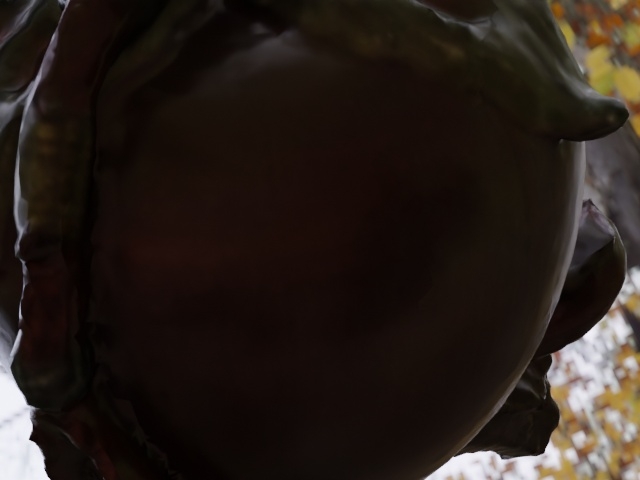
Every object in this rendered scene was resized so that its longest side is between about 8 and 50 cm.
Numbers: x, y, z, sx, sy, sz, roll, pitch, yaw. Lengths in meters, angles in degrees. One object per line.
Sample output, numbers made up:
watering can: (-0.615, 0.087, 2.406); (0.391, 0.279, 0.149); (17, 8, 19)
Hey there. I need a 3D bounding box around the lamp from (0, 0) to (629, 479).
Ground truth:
lamp: (-0.009, -0.007, 0.471); (0.151, 0.215, 0.223); (31, -44, 18)
